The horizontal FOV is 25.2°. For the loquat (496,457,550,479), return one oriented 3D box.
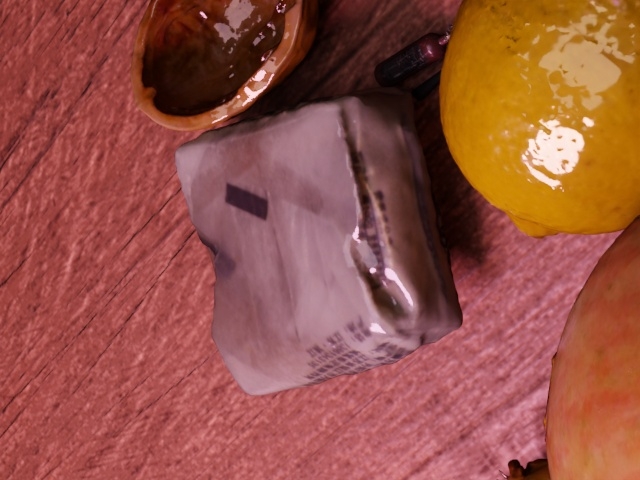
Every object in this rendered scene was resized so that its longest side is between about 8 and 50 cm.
[{"bbox_3d":[0.210,0.256,1.216,0.163,0.137,0.163,48,150,39],"label":"loquat"}]

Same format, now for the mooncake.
[{"bbox_3d":[0.004,-0.001,1.285,0.254,0.136,0.250,-14,93,43],"label":"mooncake"}]

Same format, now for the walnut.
[{"bbox_3d":[-0.078,-0.188,1.312,0.211,0.087,0.167,-42,65,22],"label":"walnut"}]

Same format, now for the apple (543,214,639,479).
[{"bbox_3d":[0.343,0.117,0.928,0.391,0.346,0.391,0,86,-1],"label":"apple"}]

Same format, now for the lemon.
[{"bbox_3d":[0.205,-0.129,1.049,0.263,0.236,0.236,-39,80,19],"label":"lemon"}]

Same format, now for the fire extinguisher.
[{"bbox_3d":[0.093,-0.152,1.244,0.100,0.032,0.046,-26,77,43],"label":"fire extinguisher"}]
